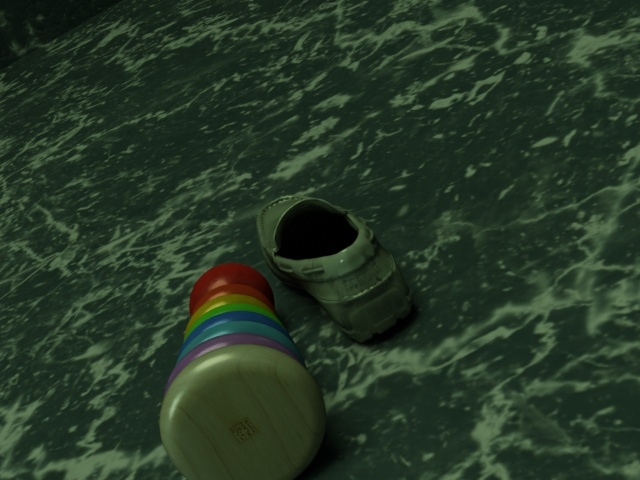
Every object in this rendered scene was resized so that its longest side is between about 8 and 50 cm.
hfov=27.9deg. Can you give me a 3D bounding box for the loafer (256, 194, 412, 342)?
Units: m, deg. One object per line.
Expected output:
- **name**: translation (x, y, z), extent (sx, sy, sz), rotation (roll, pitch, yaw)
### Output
- **loafer**: translation (0.000, 0.000, 1.349), extent (0.112, 0.111, 0.319), rotation (-33, 25, -11)

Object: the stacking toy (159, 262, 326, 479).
- **stacking toy**: translation (-0.083, 0.103, 1.224), extent (0.141, 0.141, 0.330), rotation (-27, 21, 3)
